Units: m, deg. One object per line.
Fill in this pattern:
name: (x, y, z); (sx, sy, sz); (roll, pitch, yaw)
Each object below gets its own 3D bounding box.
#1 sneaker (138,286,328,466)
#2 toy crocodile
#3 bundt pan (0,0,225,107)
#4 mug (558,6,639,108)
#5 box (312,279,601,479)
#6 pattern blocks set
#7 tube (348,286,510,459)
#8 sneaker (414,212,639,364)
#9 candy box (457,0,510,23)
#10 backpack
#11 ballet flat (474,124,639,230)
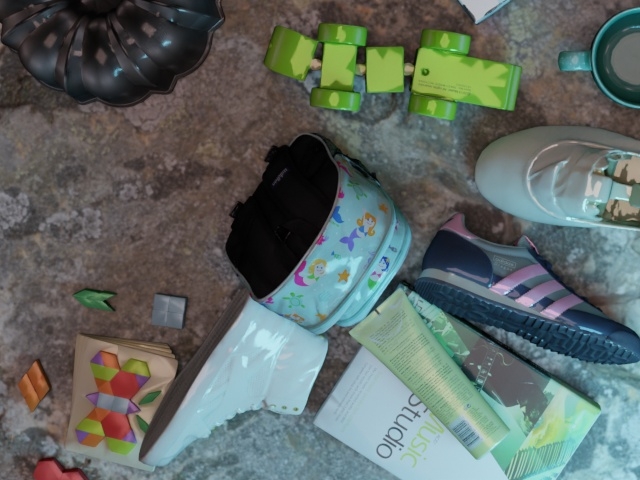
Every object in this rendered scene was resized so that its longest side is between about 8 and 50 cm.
sneaker: (-0.110, 0.220, 1.935); (0.169, 0.108, 0.292); (31, 107, -19)
toy crocodile: (0.093, -0.224, 1.883); (0.341, 0.105, 0.115); (5, 97, 1)
bundt pan: (-0.296, -0.339, 1.897); (0.331, 0.124, 0.330); (1, 96, 7)
mug: (0.400, -0.242, 1.839); (0.158, 0.097, 0.129); (31, 100, 3)
box: (0.184, 0.235, 1.940); (0.322, 0.058, 0.232); (32, 99, 1)
pattern blocks set: (-0.285, 0.228, 2.010); (0.286, 0.026, 0.324); (-2, 96, 7)
tube: (0.151, 0.180, 1.886); (0.240, 0.062, 0.070); (48, 56, 5)
sneaker: (0.290, 0.063, 1.889); (0.319, 0.112, 0.131); (23, 68, -8)
candy box: (0.212, -0.406, 1.855); (0.165, 0.070, 0.196); (-35, 91, 9)
backpack: (0.000, 0.000, 1.838); (0.191, 0.253, 0.225); (32, 98, -18)
ballet flat: (0.399, -0.067, 1.844); (0.400, 0.139, 0.139); (11, 98, 6)
